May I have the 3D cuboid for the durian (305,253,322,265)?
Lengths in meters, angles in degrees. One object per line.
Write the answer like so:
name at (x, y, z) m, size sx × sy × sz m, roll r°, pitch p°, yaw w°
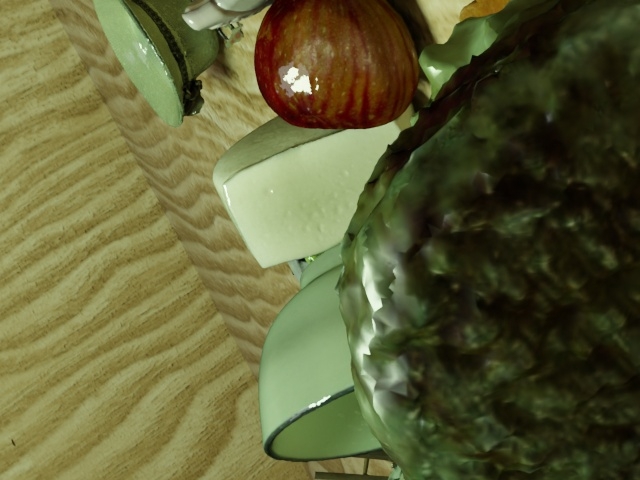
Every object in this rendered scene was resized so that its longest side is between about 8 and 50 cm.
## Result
durian at (0.076, 0.072, 1.611) m, size 0.157 × 0.169 × 0.356 m, roll 35°, pitch 155°, yaw 60°

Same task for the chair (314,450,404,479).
chair at (0.157, 0.306, 1.918) m, size 0.160 × 0.319 × 0.186 m, roll 89°, pitch -170°, yaw -60°

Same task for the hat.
hat at (-0.229, -0.311, 1.886) m, size 0.257 × 0.130 × 0.257 m, roll 53°, pitch 165°, yaw 20°

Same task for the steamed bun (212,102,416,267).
steamed bun at (0.008, -0.082, 1.420) m, size 0.164 × 0.241 × 0.146 m, roll -87°, pitch -26°, yaw -65°

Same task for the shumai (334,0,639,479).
shumai at (0.177, -0.038, 0.802) m, size 0.348 × 0.395 × 0.395 m, roll -107°, pitch -5°, yaw -57°

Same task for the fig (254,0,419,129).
fig at (0.012, -0.219, 1.273) m, size 0.175 × 0.175 × 0.207 m, roll 38°, pitch 144°, yaw 52°

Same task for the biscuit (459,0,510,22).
biscuit at (0.180, -0.178, 1.021) m, size 0.183 × 0.043 × 0.280 m, roll 43°, pitch 155°, yaw 33°

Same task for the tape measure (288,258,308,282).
tape measure at (0.000, 0.000, 1.817) m, size 0.236 × 0.120 × 0.197 m, roll 62°, pitch 167°, yaw -1°

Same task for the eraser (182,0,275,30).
eraser at (-0.047, -0.292, 1.307) m, size 0.059 × 0.204 × 0.243 m, roll 46°, pitch -173°, yaw -5°

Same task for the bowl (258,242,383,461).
bowl at (0.083, 0.104, 1.393) m, size 0.354 × 0.353 × 0.185 m, roll 96°, pitch 159°, yaw -67°

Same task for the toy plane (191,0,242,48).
toy plane at (-0.145, -0.325, 1.754) m, size 0.121 × 0.049 × 0.031 m, roll 48°, pitch 176°, yaw -40°
